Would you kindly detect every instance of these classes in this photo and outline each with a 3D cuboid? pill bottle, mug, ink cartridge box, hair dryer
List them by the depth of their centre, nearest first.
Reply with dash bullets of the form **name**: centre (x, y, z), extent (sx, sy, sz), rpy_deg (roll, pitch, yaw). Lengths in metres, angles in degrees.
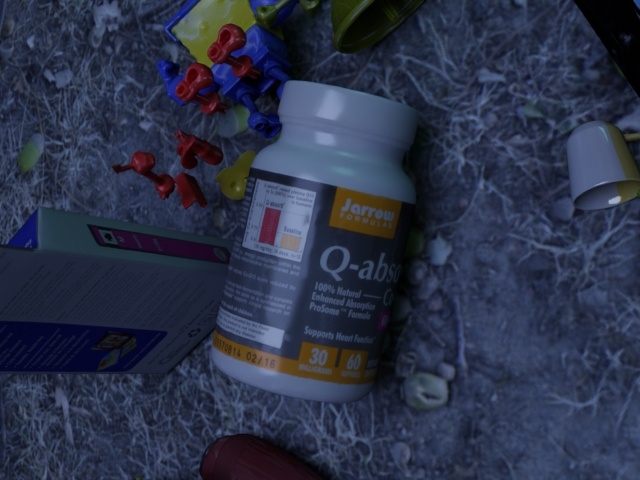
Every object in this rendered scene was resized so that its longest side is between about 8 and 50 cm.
- **mug**: centre (0.246, -0.067, 0.822), extent (0.062, 0.078, 0.064), rpy_deg (133, 133, -58)
- **pill bottle**: centre (0.000, 0.000, 0.907), extent (0.162, 0.162, 0.279), rpy_deg (15, 95, 33)
- **ink cartridge box**: centre (-0.232, 0.058, 0.929), extent (0.176, 0.371, 0.069), rpy_deg (-44, 65, 21)
- **hair dryer**: centre (-0.066, 0.310, 0.992), extent (0.293, 0.080, 0.224), rpy_deg (-28, 87, 34)

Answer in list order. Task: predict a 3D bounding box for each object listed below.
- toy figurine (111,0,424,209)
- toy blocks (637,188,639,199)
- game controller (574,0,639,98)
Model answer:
- **toy figurine**: centre (-0.084, -0.230, 0.976), extent (0.362, 0.191, 0.217), rpy_deg (-42, 60, 22)
- **toy blocks**: centre (0.406, -0.102, 0.545), extent (0.381, 0.191, 0.261), rpy_deg (-44, 42, 1)
- **game controller**: centre (0.282, -0.196, 0.712), extent (0.166, 0.067, 0.319), rpy_deg (-34, 100, 20)
